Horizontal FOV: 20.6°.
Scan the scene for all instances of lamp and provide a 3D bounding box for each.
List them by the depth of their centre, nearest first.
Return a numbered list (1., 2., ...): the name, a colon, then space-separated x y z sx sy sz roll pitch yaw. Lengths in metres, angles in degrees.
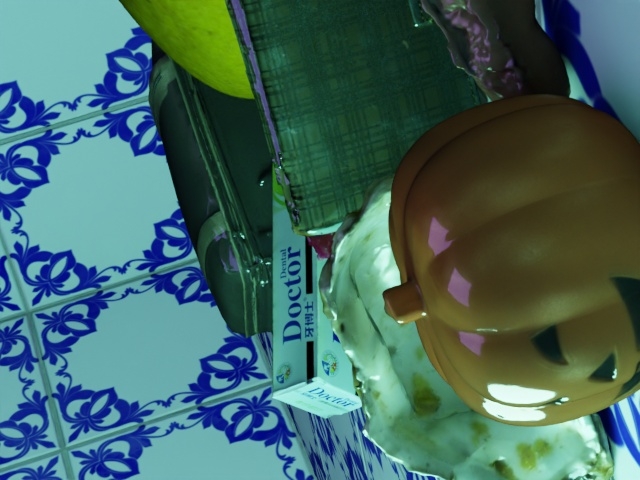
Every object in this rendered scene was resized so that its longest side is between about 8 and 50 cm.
1. lamp: 0.112 0.013 0.994 0.187 0.164 0.188 162 90 -80

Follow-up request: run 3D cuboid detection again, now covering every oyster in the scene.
1. oyster: 0.103 0.077 1.194 0.341 0.166 0.110 33 -161 -36

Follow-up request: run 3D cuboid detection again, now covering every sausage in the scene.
1. sausage: 0.084 -0.209 1.027 0.078 0.078 0.304 -126 19 -68

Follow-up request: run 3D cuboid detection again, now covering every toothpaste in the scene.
1. toothpaste: 0.000 0.000 1.702 0.081 0.067 0.336 26 -127 -41

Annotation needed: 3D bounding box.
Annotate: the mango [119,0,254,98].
1. mango: -0.116 -0.314 1.732 0.301 0.220 0.445 31 159 41

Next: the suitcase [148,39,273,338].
1. suitcase: -0.082 -0.083 2.133 0.283 0.194 0.434 93 160 -70

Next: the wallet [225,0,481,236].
1. wallet: 0.015 -0.171 1.260 0.044 0.169 0.317 -149 40 -70

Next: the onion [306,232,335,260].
1. onion: 0.065 -0.063 1.415 0.173 0.135 0.198 58 -151 13
